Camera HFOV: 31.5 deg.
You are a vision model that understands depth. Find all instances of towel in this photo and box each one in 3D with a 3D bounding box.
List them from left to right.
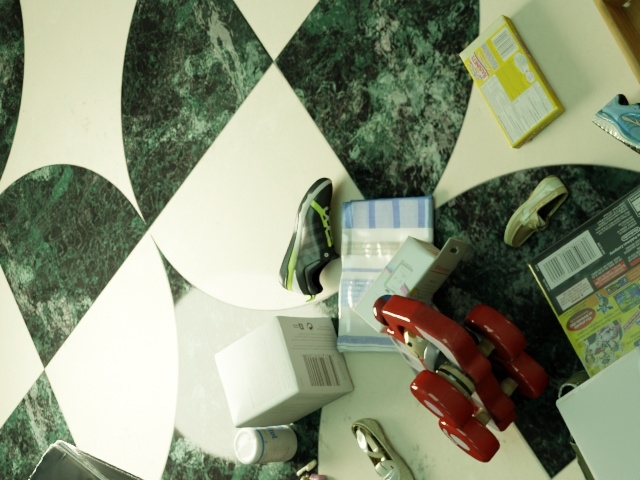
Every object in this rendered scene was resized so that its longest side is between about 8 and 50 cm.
[{"bbox_3d":[0.113,0.063,2.027,0.209,0.034,0.285,-1,85,42],"label":"towel"}]

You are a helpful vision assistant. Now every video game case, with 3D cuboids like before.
[{"bbox_3d":[0.473,0.063,1.674,0.275,0.035,0.248,-38,61,26],"label":"video game case"}]

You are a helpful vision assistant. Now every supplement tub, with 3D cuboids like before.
[{"bbox_3d":[-0.104,0.386,2.144,0.071,0.107,0.071,-5,83,42],"label":"supplement tub"}]

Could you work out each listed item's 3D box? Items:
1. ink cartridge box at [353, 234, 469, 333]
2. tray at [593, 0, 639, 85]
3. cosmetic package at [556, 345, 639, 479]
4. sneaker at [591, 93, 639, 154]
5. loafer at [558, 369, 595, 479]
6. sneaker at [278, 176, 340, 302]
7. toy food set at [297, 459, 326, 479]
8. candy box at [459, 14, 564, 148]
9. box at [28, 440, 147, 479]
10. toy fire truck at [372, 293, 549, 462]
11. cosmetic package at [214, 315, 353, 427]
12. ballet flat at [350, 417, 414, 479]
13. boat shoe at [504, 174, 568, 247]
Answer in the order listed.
[{"bbox_3d":[0.155,0.062,1.905,0.067,0.115,0.198,41,100,22],"label":"ink cartridge box"},{"bbox_3d":[0.568,-0.242,1.610,0.203,0.076,0.411,-38,61,34],"label":"tray"},{"bbox_3d":[0.523,0.369,1.483,0.161,0.230,0.453,-42,59,33],"label":"cosmetic package"},{"bbox_3d":[0.475,-0.172,1.687,0.073,0.063,0.162,-56,42,12],"label":"sneaker"},{"bbox_3d":[0.412,0.315,1.687,0.094,0.087,0.251,-36,63,35],"label":"loafer"},{"bbox_3d":[0.000,0.000,2.125,0.097,0.084,0.235,21,102,18],"label":"sneaker"},{"bbox_3d":[-0.009,0.474,2.107,0.078,0.019,0.122,-43,59,31],"label":"toy food set"},{"bbox_3d":[0.314,-0.263,1.877,0.105,0.027,0.206,-43,59,34],"label":"candy box"},{"bbox_3d":[-0.253,0.631,1.959,0.471,0.480,0.297,26,80,43],"label":"box"},{"bbox_3d":[0.193,0.188,1.773,0.254,0.302,0.169,29,74,41],"label":"toy fire truck"},{"bbox_3d":[-0.069,0.244,2.096,0.183,0.151,0.151,-33,64,34],"label":"cosmetic package"},{"bbox_3d":[0.104,0.385,1.989,0.057,0.052,0.168,-53,54,25],"label":"ballet flat"},{"bbox_3d":[0.344,-0.040,1.811,0.135,0.050,0.045,-58,47,22],"label":"boat shoe"}]
